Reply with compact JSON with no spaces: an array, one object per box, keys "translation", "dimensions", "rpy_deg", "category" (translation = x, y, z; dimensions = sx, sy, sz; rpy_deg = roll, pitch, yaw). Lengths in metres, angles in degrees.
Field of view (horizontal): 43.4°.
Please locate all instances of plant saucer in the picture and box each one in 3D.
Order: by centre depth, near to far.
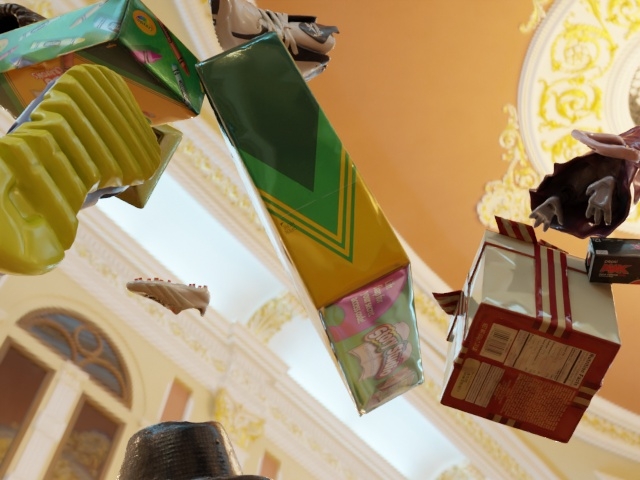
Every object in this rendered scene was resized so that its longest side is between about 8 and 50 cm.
[{"translation":[-0.406,-0.188,1.647],"dimensions":[0.188,0.188,0.045],"rpy_deg":[27,-12,-4],"category":"plant saucer"}]

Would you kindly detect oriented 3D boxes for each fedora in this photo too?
[{"translation":[-0.234,0.388,1.323],"dimensions":[0.334,0.153,0.334],"rpy_deg":[-11,-27,-5],"category":"fedora"}]

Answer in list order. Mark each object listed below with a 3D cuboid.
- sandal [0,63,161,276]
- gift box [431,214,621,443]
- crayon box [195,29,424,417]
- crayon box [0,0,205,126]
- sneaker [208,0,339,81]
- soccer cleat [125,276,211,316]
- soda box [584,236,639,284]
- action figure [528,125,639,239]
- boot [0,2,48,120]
[{"translation":[-0.248,-0.059,0.699],"dimensions":[0.138,0.317,0.126],"rpy_deg":[-22,-73,23],"category":"sandal"},{"translation":[0.326,0.132,1.336],"dimensions":[0.276,0.258,0.255],"rpy_deg":[22,-58,3],"category":"gift box"},{"translation":[0.000,0.000,0.922],"dimensions":[0.106,0.313,0.363],"rpy_deg":[-25,-28,-3],"category":"crayon box"},{"translation":[-0.310,-0.221,1.085],"dimensions":[0.278,0.081,0.165],"rpy_deg":[-6,-29,31],"category":"crayon box"},{"translation":[-0.056,-0.285,1.089],"dimensions":[0.153,0.094,0.235],"rpy_deg":[-18,-35,5],"category":"sneaker"},{"translation":[-0.339,0.126,1.800],"dimensions":[0.196,0.076,0.068],"rpy_deg":[10,-9,-27],"category":"soccer cleat"},{"translation":[0.514,0.035,1.284],"dimensions":[0.168,0.053,0.060],"rpy_deg":[3,-55,8],"category":"soda box"},{"translation":[0.537,-0.144,1.430],"dimensions":[0.370,0.248,0.276],"rpy_deg":[-29,-47,-27],"category":"action figure"},{"translation":[-0.545,-0.315,1.486],"dimensions":[0.348,0.131,0.260],"rpy_deg":[-20,-13,34],"category":"boot"}]
